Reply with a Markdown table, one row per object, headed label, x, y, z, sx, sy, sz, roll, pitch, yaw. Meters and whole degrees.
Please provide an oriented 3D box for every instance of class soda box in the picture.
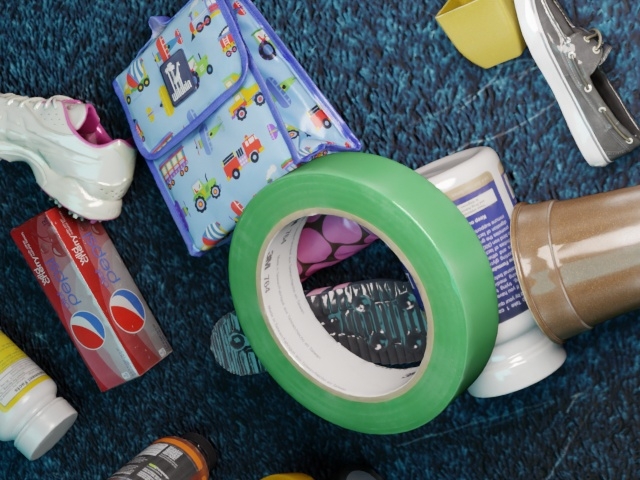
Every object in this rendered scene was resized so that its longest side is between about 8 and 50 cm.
| label | x | y | z | sx | sy | sz | roll | pitch | yaw |
| --- | --- | --- | --- | --- | --- | --- | --- | --- | --- |
| soda box | -0.320 | 0.073 | 1.927 | 0.083 | 0.092 | 0.263 | -25 | 96 | 35 |

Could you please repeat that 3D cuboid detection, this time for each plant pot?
| label | x | y | z | sx | sy | sz | roll | pitch | yaw |
| --- | --- | --- | --- | --- | --- | --- | --- | --- | --- |
| plant pot | 0.318 | 0.014 | 1.516 | 0.165 | 0.167 | 0.167 | -18 | 100 | 25 |
| plant pot | 0.191 | -0.241 | 1.525 | 0.081 | 0.081 | 0.083 | -20 | 111 | 34 |

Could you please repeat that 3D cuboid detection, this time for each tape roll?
| label | x | y | z | sx | sy | sz | roll | pitch | yaw |
| --- | --- | --- | --- | --- | --- | --- | --- | --- | --- |
| tape roll | 0.044 | 0.061 | 1.557 | 0.321 | 0.077 | 0.321 | 16 | 120 | 30 |

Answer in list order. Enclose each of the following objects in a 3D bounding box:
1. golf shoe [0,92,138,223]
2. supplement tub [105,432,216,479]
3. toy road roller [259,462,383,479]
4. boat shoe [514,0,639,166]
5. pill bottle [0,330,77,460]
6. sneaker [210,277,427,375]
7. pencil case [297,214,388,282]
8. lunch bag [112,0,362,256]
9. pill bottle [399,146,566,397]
| label | x | y | z | sx | sy | sz | roll | pitch | yaw |
| --- | --- | --- | --- | --- | --- | --- | --- | --- | --- |
| golf shoe | -0.376 | -0.155 | 1.869 | 0.306 | 0.115 | 0.140 | 34 | 112 | 6 |
| supplement tub | -0.226 | 0.342 | 1.920 | 0.106 | 0.198 | 0.106 | 11 | 114 | 26 |
| toy road roller | -0.015 | 0.462 | 1.785 | 0.202 | 0.241 | 0.329 | -43 | 59 | 35 |
| boat shoe | 0.285 | -0.190 | 1.493 | 0.076 | 0.080 | 0.228 | -21 | 100 | 28 |
| pill bottle | -0.472 | 0.224 | 2.059 | 0.208 | 0.119 | 0.119 | 42 | 124 | 8 |
| sneaker | 0.027 | 0.103 | 1.750 | 0.319 | 0.131 | 0.112 | -4 | 93 | 8 |
| pencil case | 0.000 | 0.000 | 1.721 | 0.209 | 0.098 | 0.095 | -28 | 76 | 38 |
| lunch bag | -0.125 | -0.166 | 1.720 | 0.221 | 0.138 | 0.293 | -40 | 75 | 35 |
| pill bottle | 0.180 | 0.038 | 1.596 | 0.153 | 0.153 | 0.264 | -18 | 99 | 33 |
